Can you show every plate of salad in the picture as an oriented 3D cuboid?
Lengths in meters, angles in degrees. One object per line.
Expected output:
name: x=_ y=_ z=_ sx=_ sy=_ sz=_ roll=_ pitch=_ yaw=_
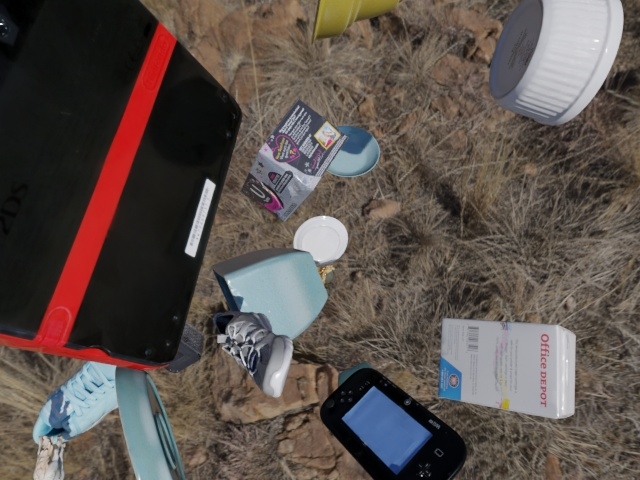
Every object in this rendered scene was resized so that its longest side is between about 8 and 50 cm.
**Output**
plate of salad: x=0.000 y=0.000 z=1.570 sx=0.199 sy=0.200 sz=0.048 roll=-31 pitch=28 yaw=5

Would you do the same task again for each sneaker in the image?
sneaker: x=-0.136 y=0.204 z=0.807 sx=0.281 sy=0.115 sz=0.105 roll=15 pitch=89 yaw=66
sneaker: x=-0.529 y=0.354 z=0.976 sx=0.135 sy=0.150 sz=0.366 roll=43 pitch=115 yaw=9

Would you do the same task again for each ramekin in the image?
ramekin: x=0.364 y=-0.302 z=0.708 sx=0.109 sy=0.207 sz=0.207 roll=10 pitch=74 yaw=-5

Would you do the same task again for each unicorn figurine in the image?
unicorn figurine: x=-0.484 y=0.423 z=0.792 sx=0.060 sy=0.162 sz=0.111 roll=-16 pitch=53 yaw=-8

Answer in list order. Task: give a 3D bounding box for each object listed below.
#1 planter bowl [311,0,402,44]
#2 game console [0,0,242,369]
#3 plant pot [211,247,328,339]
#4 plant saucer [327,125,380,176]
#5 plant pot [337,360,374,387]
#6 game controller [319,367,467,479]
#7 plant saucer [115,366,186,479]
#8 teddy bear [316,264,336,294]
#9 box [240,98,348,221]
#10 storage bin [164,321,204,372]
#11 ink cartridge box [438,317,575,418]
planter bowl: x=0.054 y=-0.305 z=0.441 sx=0.090 sy=0.217 sz=0.217 roll=10 pitch=73 yaw=-7
game console: x=-0.236 y=-0.082 z=0.453 sx=0.060 sy=0.342 sz=0.387 roll=0 pitch=68 yaw=28
plant pot: x=-0.131 y=0.140 z=1.235 sx=0.252 sy=0.248 sz=0.247 roll=-26 pitch=103 yaw=-19
plant saucer: x=0.078 y=-0.258 z=1.298 sx=0.194 sy=0.037 sz=0.195 roll=0 pitch=62 yaw=0
plant pot: x=0.152 y=0.509 z=1.346 sx=0.165 sy=0.165 sz=0.234 roll=-26 pitch=40 yaw=1
game controller: x=0.132 y=0.378 z=0.869 sx=0.166 sy=0.067 sz=0.319 roll=-46 pitch=34 yaw=-13
plant saucer: x=-0.293 y=0.365 z=0.778 sx=0.043 sy=0.318 sz=0.318 roll=-18 pitch=64 yaw=-20
teddy bear: x=-0.113 y=0.131 z=1.510 sx=0.338 sy=0.245 sz=0.113 roll=-5 pitch=47 yaw=2
box: x=-0.072 y=-0.170 z=0.998 sx=0.142 sy=0.247 sz=0.163 roll=35 pitch=68 yaw=-7
storage bin: x=-0.447 y=0.296 z=1.286 sx=0.122 sy=0.180 sz=0.084 roll=-32 pitch=31 yaw=14
ink cartridge box: x=0.395 y=0.262 z=0.920 sx=0.232 sy=0.168 sz=0.171 roll=-3 pitch=75 yaw=40
